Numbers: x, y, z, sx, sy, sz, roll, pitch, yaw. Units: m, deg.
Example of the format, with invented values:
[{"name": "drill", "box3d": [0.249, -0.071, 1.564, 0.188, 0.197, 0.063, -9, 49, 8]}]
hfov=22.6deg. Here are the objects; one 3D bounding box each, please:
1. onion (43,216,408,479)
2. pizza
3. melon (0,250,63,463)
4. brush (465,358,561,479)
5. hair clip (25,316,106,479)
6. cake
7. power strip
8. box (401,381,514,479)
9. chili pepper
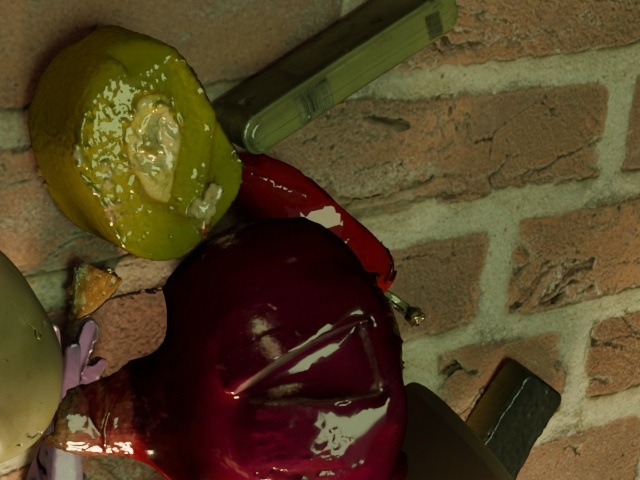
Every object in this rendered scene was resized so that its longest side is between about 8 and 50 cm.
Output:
[{"name": "onion", "box3d": [-0.110, 0.188, 1.856, 0.420, 0.398, 0.398, -20, 123, -12]}, {"name": "pizza", "box3d": [-0.272, 0.048, 1.877, 0.083, 0.025, 0.078, -39, 135, -30]}, {"name": "melon", "box3d": [-0.394, 0.108, 1.665, 0.223, 0.223, 0.317, -45, 133, -16]}, {"name": "brush", "box3d": [0.284, 0.290, 2.448, 0.123, 0.059, 0.197, 34, 86, -46]}, {"name": "hair clip", "box3d": [-0.316, 0.221, 1.887, 0.137, 0.090, 0.278, -3, 104, -26]}, {"name": "cake", "box3d": [-0.212, -0.103, 1.779, 0.179, 0.156, 0.260, -48, 131, -22]}, {"name": "power strip", "box3d": [0.035, -0.224, 1.972, 0.387, 0.092, 0.066, -35, 130, -23]}, {"name": "box", "box3d": [0.130, 0.377, 2.196, 0.216, 0.301, 0.301, -37, 130, -17]}, {"name": "chili pepper", "box3d": [0.000, 0.000, 2.042, 0.110, 0.110, 0.387, -54, 129, -8]}]
